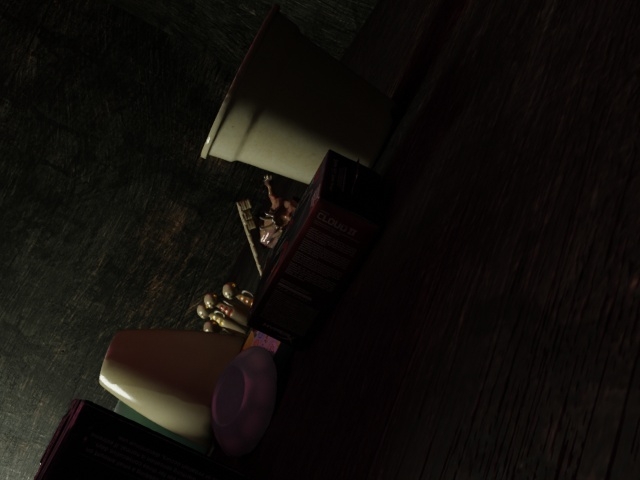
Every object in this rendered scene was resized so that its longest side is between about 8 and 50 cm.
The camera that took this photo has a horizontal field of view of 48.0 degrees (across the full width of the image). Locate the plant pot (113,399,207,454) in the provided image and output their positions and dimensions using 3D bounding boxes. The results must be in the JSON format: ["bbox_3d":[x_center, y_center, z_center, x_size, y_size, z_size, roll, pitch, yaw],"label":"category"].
[{"bbox_3d":[-0.409,0.476,1.778,0.293,0.235,0.293,-61,10,18],"label":"plant pot"}]

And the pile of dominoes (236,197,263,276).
[{"bbox_3d":[-0.189,0.001,2.113,0.040,0.251,0.196,-19,6,-7],"label":"pile of dominoes"}]

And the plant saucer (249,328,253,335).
[{"bbox_3d":[-0.114,0.209,1.479,0.277,0.041,0.278,-60,10,18],"label":"plant saucer"}]

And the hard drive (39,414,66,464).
[{"bbox_3d":[-0.492,0.378,1.353,0.094,0.022,0.135,-66,8,-21],"label":"hard drive"}]

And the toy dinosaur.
[{"bbox_3d":[-0.124,-0.042,2.022,0.200,0.127,0.295,-89,17,-44],"label":"toy dinosaur"}]

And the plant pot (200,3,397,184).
[{"bbox_3d":[-0.029,-0.249,1.441,0.333,0.306,0.334,-62,9,17],"label":"plant pot"}]

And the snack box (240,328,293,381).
[{"bbox_3d":[-0.095,0.195,1.300,0.100,0.037,0.141,19,82,52],"label":"snack box"}]

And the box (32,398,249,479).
[{"bbox_3d":[-0.374,0.541,1.185,0.471,0.298,0.480,-64,8,-19],"label":"box"}]

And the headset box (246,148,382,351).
[{"bbox_3d":[0.000,0.000,1.193,0.293,0.110,0.218,-59,9,26],"label":"headset box"}]

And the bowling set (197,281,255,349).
[{"bbox_3d":[-0.255,0.233,1.850,0.287,0.154,0.199,-50,16,57],"label":"bowling set"}]

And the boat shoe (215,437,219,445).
[{"bbox_3d":[-0.158,0.328,1.354,0.048,0.056,0.153,-85,15,-55],"label":"boat shoe"}]

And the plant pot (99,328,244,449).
[{"bbox_3d":[-0.337,0.299,1.606,0.256,0.274,0.256,-162,90,-88],"label":"plant pot"}]

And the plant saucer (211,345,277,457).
[{"bbox_3d":[-0.145,0.273,1.240,0.195,0.038,0.194,-32,47,42],"label":"plant saucer"}]
